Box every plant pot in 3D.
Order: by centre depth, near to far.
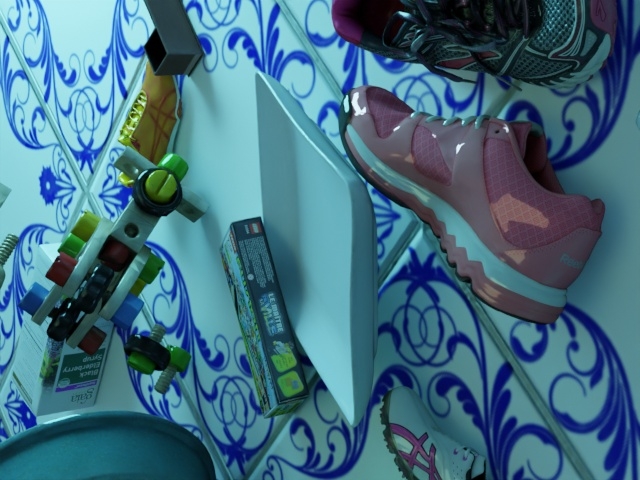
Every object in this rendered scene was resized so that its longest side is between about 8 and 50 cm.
[{"bbox_3d":[-0.237,0.427,1.528,0.341,0.341,0.334,-68,32,33],"label":"plant pot"}]

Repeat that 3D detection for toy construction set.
[{"bbox_3d":[-0.281,-0.007,1.675,0.309,0.237,0.257,22,158,12],"label":"toy construction set"}]

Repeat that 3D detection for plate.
[{"bbox_3d":[0.000,0.000,1.382,0.278,0.045,0.277,-125,27,-53],"label":"plate"}]

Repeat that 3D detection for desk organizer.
[{"bbox_3d":[-0.193,-0.264,1.669,0.047,0.050,0.130,-48,58,45],"label":"desk organizer"}]

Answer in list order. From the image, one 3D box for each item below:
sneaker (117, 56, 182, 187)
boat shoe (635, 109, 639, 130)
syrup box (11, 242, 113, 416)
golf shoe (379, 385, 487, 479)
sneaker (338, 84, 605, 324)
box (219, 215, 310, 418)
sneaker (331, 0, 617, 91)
[{"bbox_3d":[-0.214,-0.144,1.703,0.064,0.067,0.175,29,116,50],"label":"sneaker"},{"bbox_3d":[0.294,-0.066,1.051,0.142,0.049,0.040,56,135,35],"label":"boat shoe"},{"bbox_3d":[-0.351,0.122,1.900,0.096,0.093,0.236,45,128,40],"label":"syrup box"},{"bbox_3d":[0.122,0.216,1.319,0.086,0.067,0.186,-35,64,21],"label":"golf shoe"},{"bbox_3d":[0.141,-0.066,1.232,0.314,0.116,0.136,49,114,35],"label":"sneaker"},{"bbox_3d":[-0.065,0.087,1.529,0.114,0.036,0.207,124,132,-70],"label":"box"},{"bbox_3d":[0.133,-0.189,1.195,0.299,0.112,0.120,6,100,52],"label":"sneaker"}]
